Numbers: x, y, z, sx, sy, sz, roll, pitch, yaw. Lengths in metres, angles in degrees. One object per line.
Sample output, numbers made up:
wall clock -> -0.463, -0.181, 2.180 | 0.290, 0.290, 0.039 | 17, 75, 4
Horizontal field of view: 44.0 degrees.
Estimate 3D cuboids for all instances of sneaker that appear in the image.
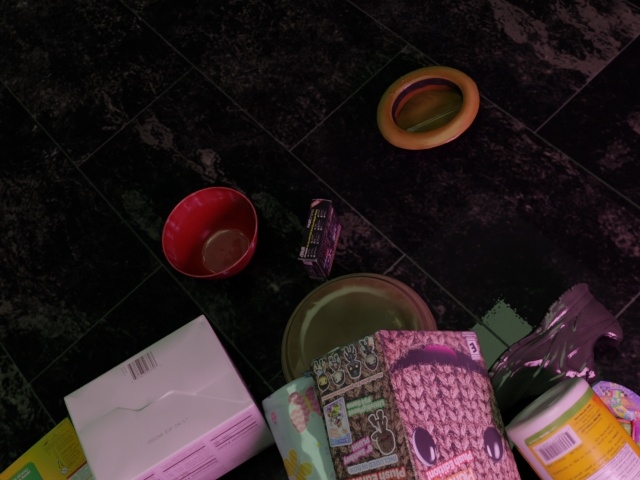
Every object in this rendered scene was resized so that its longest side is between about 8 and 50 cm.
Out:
sneaker -> 0.350, 0.197, 1.224 | 0.286, 0.109, 0.130 | -44, 72, -4

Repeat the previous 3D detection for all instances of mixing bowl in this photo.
mixing bowl -> -0.190, 0.003, 1.462 | 0.181, 0.098, 0.182 | -6, 62, 12

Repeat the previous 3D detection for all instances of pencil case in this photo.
pencil case -> 0.007, 0.343, 1.215 | 0.113, 0.124, 0.273 | -40, 63, 40

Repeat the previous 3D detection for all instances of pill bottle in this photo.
pill bottle -> 0.388, 0.326, 1.105 | 0.136, 0.136, 0.246 | -37, 81, -4

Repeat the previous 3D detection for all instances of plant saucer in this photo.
plant saucer -> 0.062, 0.178, 1.344 | 0.277, 0.041, 0.278 | -6, 64, 12

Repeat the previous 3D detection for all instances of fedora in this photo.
fedora -> 0.205, -0.235, 1.483 | 0.194, 0.079, 0.195 | -9, 64, 18

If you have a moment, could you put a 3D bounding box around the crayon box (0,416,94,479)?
crayon box -> -0.475, 0.455, 1.328 | 0.278, 0.081, 0.165 | -41, 61, -6

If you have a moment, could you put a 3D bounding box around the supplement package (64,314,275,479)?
supplement package -> -0.241, 0.289, 1.282 | 0.261, 0.145, 0.204 | -30, 52, -8

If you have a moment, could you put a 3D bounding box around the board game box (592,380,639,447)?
board game box -> 0.426, 0.292, 1.193 | 0.168, 0.033, 0.133 | -35, 61, -3

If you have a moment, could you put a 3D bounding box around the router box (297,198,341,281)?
router box -> 0.000, 0.000, 1.416 | 0.038, 0.092, 0.123 | 6, 66, 18

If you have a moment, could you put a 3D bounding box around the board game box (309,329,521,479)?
board game box -> 0.142, 0.285, 1.117 | 0.141, 0.232, 0.291 | -31, 65, 39
